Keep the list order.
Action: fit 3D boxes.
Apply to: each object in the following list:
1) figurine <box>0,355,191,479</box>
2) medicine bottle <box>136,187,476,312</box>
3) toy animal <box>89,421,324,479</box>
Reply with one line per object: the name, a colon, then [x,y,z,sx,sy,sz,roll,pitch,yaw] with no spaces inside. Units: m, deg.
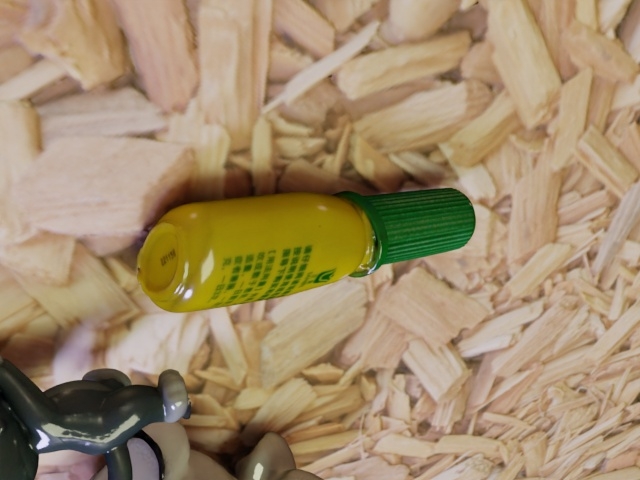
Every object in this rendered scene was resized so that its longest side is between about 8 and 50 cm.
figurine: [-0.239,0.168,1.371,0.265,0.140,0.193,0,166,-7]
medicine bottle: [0.000,0.000,1.375,0.309,0.076,0.111,-7,152,-36]
toy animal: [-0.108,0.285,1.676,0.357,0.194,0.258,-8,125,-64]
